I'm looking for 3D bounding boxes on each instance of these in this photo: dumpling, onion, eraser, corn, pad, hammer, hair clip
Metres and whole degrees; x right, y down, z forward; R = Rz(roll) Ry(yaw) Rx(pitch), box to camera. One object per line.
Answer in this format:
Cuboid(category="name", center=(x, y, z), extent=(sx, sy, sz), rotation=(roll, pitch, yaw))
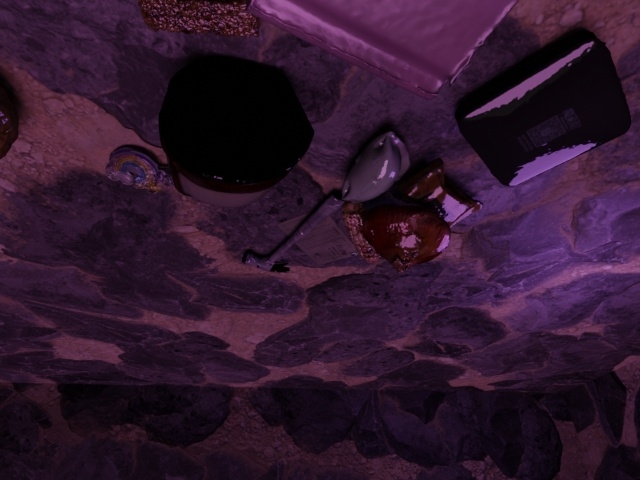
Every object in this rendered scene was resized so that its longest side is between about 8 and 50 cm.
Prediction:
Cuboid(category="dumpling", center=(0.137, -0.172, 0.957), extent=(0.105, 0.149, 0.216), rotation=(39, 134, 10))
Cuboid(category="onion", center=(0.213, 0.004, 1.023), extent=(0.230, 0.163, 0.230), rotation=(6, 165, 2))
Cuboid(category="eraser", center=(0.102, -0.402, 0.605), extent=(0.359, 0.122, 0.272), rotation=(14, 139, -22))
Cuboid(category="corn", center=(0.124, -0.023, 1.158), extent=(0.086, 0.086, 0.253), rotation=(-13, 142, 15))
Cuboid(category="pad", center=(0.000, -0.001, 1.250), extent=(0.160, 0.009, 0.265), rotation=(-18, 141, 23))
Cuboid(category="hammer", center=(-0.077, -0.014, 1.192), extent=(0.152, 0.044, 0.427), rotation=(21, 139, -26))
Cuboid(category="hair clip", center=(-0.434, -0.173, 0.971), extent=(0.172, 0.049, 0.116), rotation=(15, 128, -9))

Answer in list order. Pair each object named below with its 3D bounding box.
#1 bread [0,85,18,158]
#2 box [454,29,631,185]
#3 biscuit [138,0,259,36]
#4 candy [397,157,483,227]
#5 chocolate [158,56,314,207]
Cuboid(category="bread", center=(-0.710, -0.255, 0.777), extent=(0.230, 0.123, 0.230), rotation=(-5, 144, -4))
Cuboid(category="box", center=(0.471, -0.256, 0.857), extent=(0.289, 0.073, 0.290), rotation=(-29, 136, 33))
Cuboid(category="biscuit", center=(-0.202, -0.386, 0.685), extent=(0.199, 0.034, 0.064), rotation=(2, 145, -4))
Cuboid(category="candy", center=(0.313, -0.104, 1.046), extent=(0.143, 0.101, 0.271), rotation=(-34, 140, 27))
Cuboid(category="chocolate", center=(-0.173, -0.191, 0.797), extent=(0.284, 0.283, 0.186), rotation=(6, 159, -11))
